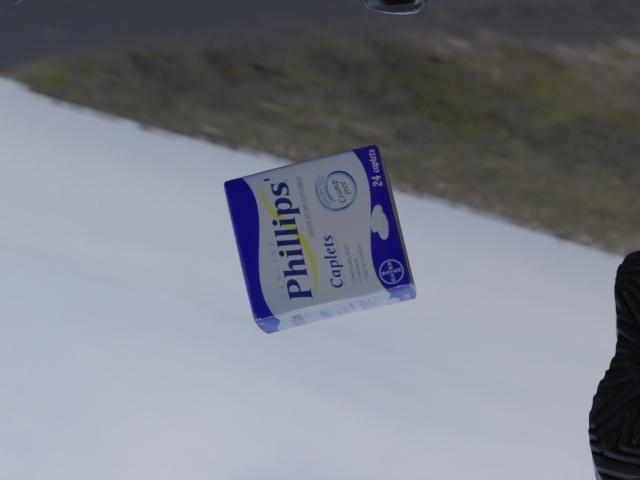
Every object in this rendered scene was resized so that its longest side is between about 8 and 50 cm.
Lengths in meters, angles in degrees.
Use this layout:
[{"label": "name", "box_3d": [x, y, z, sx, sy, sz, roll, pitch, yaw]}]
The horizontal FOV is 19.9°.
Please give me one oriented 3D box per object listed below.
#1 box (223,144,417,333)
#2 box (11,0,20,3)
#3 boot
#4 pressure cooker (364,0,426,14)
[{"label": "box", "box_3d": [0.000, 0.000, 1.542, 0.137, 0.126, 0.072, -14, 169, 4]}, {"label": "box", "box_3d": [-0.222, -0.219, 1.272, 0.052, 0.062, 0.083, -29, 137, 23]}, {"label": "boot", "box_3d": [0.378, 0.284, 1.858, 0.146, 0.445, 0.367, 0, -142, 17]}, {"label": "pressure cooker", "box_3d": [0.053, -0.452, 1.759, 0.420, 0.370, 0.375, 8, -134, -35]}]
